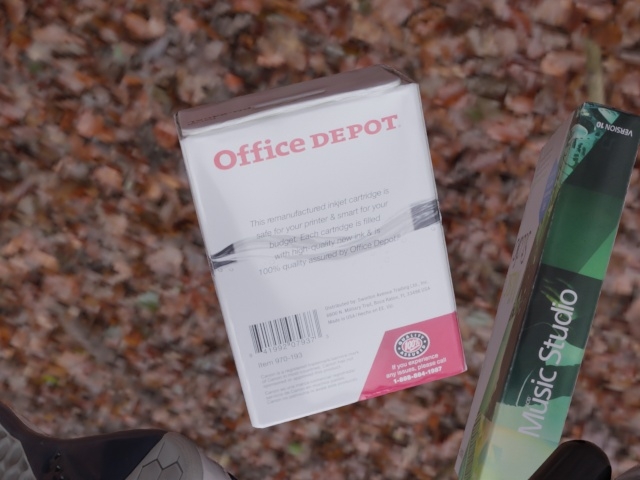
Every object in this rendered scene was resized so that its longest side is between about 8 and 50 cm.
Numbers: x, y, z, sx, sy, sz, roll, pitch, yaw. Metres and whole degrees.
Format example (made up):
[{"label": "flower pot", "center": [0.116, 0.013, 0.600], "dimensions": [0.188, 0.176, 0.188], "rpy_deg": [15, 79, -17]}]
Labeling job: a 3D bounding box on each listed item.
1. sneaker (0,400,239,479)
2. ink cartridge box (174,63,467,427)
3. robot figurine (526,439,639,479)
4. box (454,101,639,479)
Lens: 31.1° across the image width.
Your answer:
[{"label": "sneaker", "center": [-0.073, 0.137, 0.462], "dimensions": [0.226, 0.086, 0.163], "rpy_deg": [-2, 145, 46]}, {"label": "ink cartridge box", "center": [0.000, 0.000, 0.554], "dimensions": [0.109, 0.063, 0.150], "rpy_deg": [-14, 110, -5]}, {"label": "robot figurine", "center": [0.185, 0.239, 0.635], "dimensions": [0.174, 0.278, 0.209], "rpy_deg": [16, 128, 35]}, {"label": "box", "center": [0.184, 0.061, 0.969], "dimensions": [0.058, 0.322, 0.232], "rpy_deg": [14, 176, 5]}]
